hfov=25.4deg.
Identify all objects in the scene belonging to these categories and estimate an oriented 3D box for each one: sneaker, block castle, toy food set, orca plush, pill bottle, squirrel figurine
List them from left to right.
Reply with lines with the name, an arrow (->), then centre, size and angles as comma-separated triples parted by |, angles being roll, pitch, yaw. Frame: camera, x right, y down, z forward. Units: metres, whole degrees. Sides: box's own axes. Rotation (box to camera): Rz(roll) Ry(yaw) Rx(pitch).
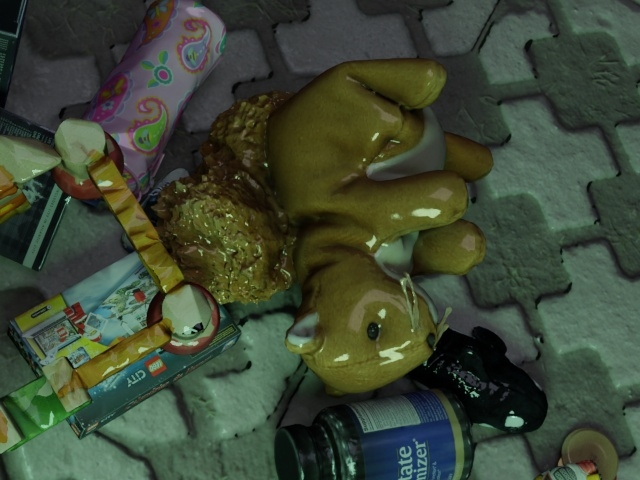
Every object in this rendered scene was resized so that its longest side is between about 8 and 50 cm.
block castle -> -0.365, 0.087, 1.554 | 0.453, 0.213, 0.303 | -32, 88, -9
sneaker -> -0.198, -0.043, 1.790 | 0.052, 0.058, 0.135 | 31, 60, -2
squirrel figurine -> 0.000, 0.000, 1.727 | 0.397, 0.281, 0.370 | 3, 71, 14
pill bottle -> 0.062, 0.251, 1.697 | 0.219, 0.123, 0.123 | -8, 68, -20
orca plush -> 0.177, 0.136, 1.799 | 0.287, 0.102, 0.151 | 46, 61, 7
sneaker -> 0.312, 0.387, 1.746 | 0.093, 0.088, 0.225 | -7, 66, 1
toy food set -> 0.347, 0.283, 1.830 | 0.082, 0.020, 0.083 | 21, 61, -7

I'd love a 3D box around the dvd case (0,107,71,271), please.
dvd case -> -0.406, -0.081, 1.704 | 0.221, 0.018, 0.164 | 23, 98, -1

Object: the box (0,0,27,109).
box -> -0.420, -0.268, 1.741 | 0.108, 0.207, 0.153 | 12, 64, -12

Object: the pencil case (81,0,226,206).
pencil case -> -0.222, -0.178, 1.813 | 0.124, 0.124, 0.284 | 27, 61, -4

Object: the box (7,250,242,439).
box -> -0.234, 0.112, 1.712 | 0.233, 0.044, 0.159 | -30, 77, -27
